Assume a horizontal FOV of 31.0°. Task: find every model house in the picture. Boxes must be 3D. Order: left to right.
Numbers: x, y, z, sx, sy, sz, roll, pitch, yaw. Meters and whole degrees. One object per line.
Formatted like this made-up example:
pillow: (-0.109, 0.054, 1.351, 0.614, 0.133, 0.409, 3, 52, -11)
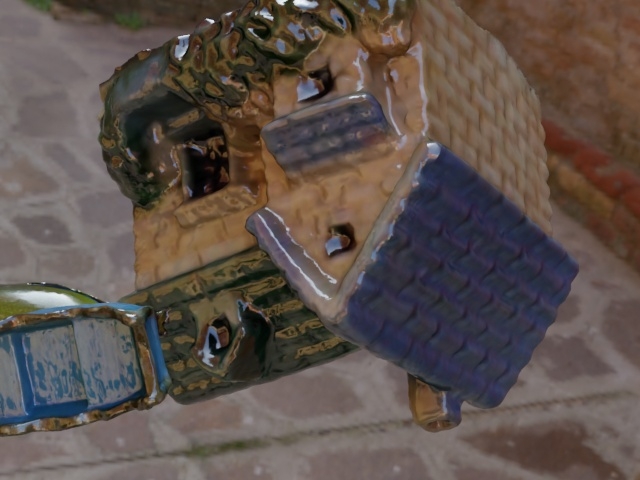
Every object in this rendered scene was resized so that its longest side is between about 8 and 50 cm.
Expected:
model house: (0.000, 0.000, 1.225, 0.446, 0.399, 0.395, -16, -26, 27)

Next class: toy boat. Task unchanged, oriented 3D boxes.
toy boat: (-0.183, 0.083, 0.703, 0.186, 0.075, 0.077, -9, 3, 16)

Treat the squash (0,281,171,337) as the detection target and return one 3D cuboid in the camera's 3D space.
squash: (-0.264, 0.073, 0.881, 0.332, 0.087, 0.087, -2, 20, 24)
